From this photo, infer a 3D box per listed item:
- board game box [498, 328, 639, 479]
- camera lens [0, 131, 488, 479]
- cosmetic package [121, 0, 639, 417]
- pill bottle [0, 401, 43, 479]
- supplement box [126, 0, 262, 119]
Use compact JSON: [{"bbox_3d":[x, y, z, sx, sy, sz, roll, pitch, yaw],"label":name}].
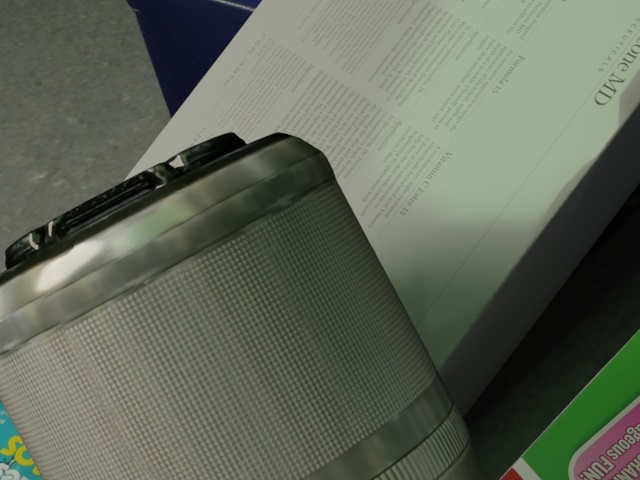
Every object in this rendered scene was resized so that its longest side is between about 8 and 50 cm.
[{"bbox_3d":[0.089,0.210,0.733,0.064,0.242,0.316,34,60,25],"label":"board game box"},{"bbox_3d":[-0.047,0.093,0.824,0.219,0.274,0.219,-28,2,1],"label":"camera lens"},{"bbox_3d":[0.063,-0.073,1.035,0.284,0.097,0.377,36,87,31],"label":"cosmetic package"},{"bbox_3d":[-0.191,0.195,0.926,0.146,0.146,0.264,16,49,33],"label":"pill bottle"},{"bbox_3d":[0.031,-0.229,1.315,0.195,0.194,0.356,22,52,37],"label":"supplement box"}]
